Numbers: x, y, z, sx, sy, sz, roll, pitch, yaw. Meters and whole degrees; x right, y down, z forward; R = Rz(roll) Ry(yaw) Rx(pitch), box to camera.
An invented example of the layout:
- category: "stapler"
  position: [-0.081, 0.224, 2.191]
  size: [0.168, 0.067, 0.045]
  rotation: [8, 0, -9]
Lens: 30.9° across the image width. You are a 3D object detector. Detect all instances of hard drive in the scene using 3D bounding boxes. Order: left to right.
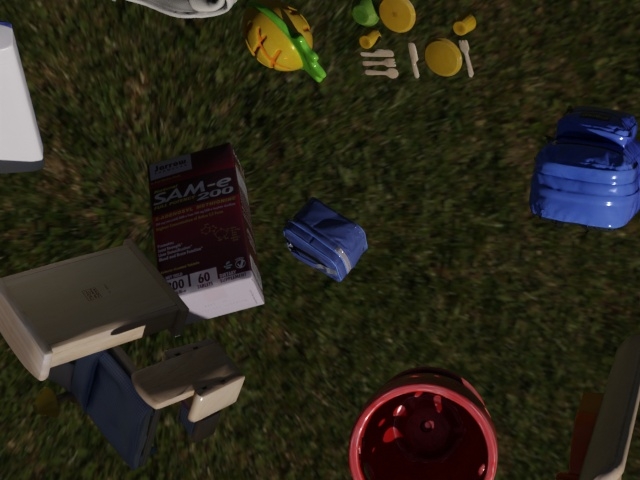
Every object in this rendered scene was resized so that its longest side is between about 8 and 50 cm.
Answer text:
- category: "hard drive"
  position: [-0.455, -0.159, 1.386]
  size: [0.210, 0.319, 0.040]
  rotation: [-5, 70, -9]

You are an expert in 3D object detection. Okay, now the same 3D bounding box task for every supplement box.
- category: "supplement box"
  position: [-0.161, -0.011, 1.599]
  size: [0.130, 0.073, 0.239]
  rotation: [-15, 54, 4]

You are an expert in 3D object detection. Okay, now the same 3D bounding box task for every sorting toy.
- category: "sorting toy"
  position: [0.158, 0.181, 0.694]
  size: [0.038, 0.193, 0.208]
  rotation: [10, 112, 18]

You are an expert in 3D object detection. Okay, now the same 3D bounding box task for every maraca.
- category: "maraca"
  position: [-0.056, -0.316, 1.830]
  size: [0.099, 0.127, 0.185]
  rotation: [-44, 55, -7]

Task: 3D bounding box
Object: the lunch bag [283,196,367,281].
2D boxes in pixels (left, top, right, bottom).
- category: "lunch bag"
  position: [0.000, 0.000, 1.394]
  size: [0.098, 0.067, 0.065]
  rotation: [32, 71, 23]

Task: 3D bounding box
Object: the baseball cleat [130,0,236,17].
- category: "baseball cleat"
  position: [-0.041, -0.197, 0.739]
  size: [0.206, 0.072, 0.109]
  rotation: [-19, 57, 3]

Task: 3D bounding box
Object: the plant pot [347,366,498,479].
- category: "plant pot"
  position: [0.139, 0.267, 1.540]
  size: [0.191, 0.174, 0.191]
  rotation: [0, 93, 8]

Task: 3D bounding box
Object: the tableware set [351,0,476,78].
- category: "tableware set"
  position: [0.106, -0.236, 1.318]
  size: [0.024, 0.154, 0.104]
  rotation: [-45, 130, -42]

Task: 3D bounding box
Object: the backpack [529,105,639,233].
- category: "backpack"
  position: [0.231, -0.062, 1.013]
  size: [0.098, 0.120, 0.101]
  rotation: [6, 111, 23]

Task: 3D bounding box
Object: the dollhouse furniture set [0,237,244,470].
- category: "dollhouse furniture set"
  position: [-0.285, 0.202, 1.438]
  size: [0.198, 0.303, 0.286]
  rotation: [-17, 52, -38]
